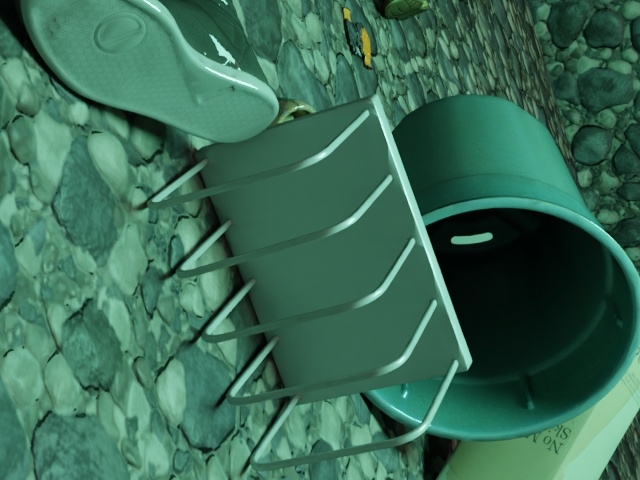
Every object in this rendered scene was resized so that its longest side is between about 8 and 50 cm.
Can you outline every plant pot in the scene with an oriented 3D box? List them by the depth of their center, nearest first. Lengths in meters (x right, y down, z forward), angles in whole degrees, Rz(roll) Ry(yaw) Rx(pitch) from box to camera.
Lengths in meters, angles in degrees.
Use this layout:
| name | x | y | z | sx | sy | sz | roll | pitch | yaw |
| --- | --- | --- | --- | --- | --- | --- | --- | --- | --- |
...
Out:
| name | x | y | z | sx | sy | sz | roll | pitch | yaw |
| --- | --- | --- | --- | --- | --- | --- | --- | --- | --- |
| plant pot | 0.190 | 0.008 | 1.595 | 0.334 | 0.341 | 0.341 | -90 | 156 | -57 |

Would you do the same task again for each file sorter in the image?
| name | x | y | z | sx | sy | sz | roll | pitch | yaw |
| --- | --- | --- | --- | --- | --- | --- | --- | --- | --- |
| file sorter | -0.011 | 0.042 | 1.193 | 0.278 | 0.192 | 0.173 | 70 | 24 | -13 |

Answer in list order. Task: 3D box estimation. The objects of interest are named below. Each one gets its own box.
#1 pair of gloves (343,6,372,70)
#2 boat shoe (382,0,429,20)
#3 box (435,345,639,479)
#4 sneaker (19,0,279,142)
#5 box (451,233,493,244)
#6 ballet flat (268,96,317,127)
| name | x | y | z | sx | sy | sz | roll | pitch | yaw |
| --- | --- | --- | --- | --- | --- | --- | --- | --- | --- |
| pair of gloves | 0.054 | -0.287 | 1.864 | 0.083 | 0.010 | 0.074 | 30 | 48 | -61 |
| boat shoe | 0.127 | -0.385 | 2.062 | 0.178 | 0.064 | 0.060 | -27 | 96 | -76 |
| box | 0.284 | 0.244 | 1.659 | 0.311 | 0.148 | 0.121 | -58 | 142 | -13 |
| sneaker | -0.159 | -0.193 | 1.127 | 0.295 | 0.104 | 0.147 | 25 | 35 | -53 |
| box | 0.254 | -0.074 | 2.065 | 0.232 | 0.126 | 0.149 | -86 | 152 | -43 |
| ballet flat | 0.000 | 0.000 | 1.351 | 0.107 | 0.106 | 0.316 | -28 | 99 | -36 |
